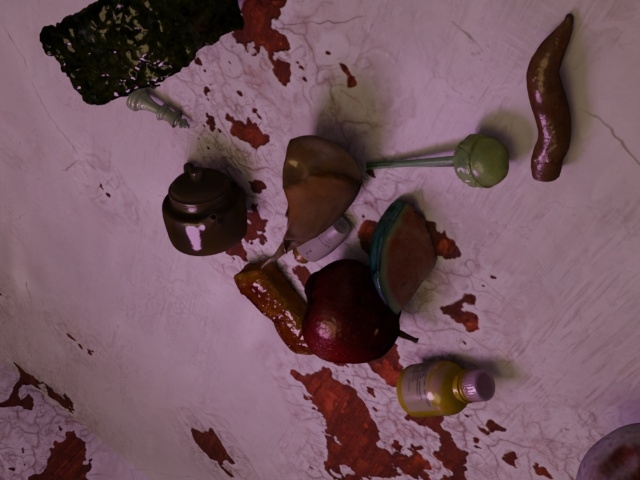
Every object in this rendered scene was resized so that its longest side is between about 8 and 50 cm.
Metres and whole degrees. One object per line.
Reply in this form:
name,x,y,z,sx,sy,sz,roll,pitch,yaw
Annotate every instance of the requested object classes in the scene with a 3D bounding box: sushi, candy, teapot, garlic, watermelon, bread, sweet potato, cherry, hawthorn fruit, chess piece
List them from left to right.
sushi,-0.309,-0.392,1.593,0.352,0.294,0.178,-9,117,44
chess piece,-0.353,-0.287,1.940,0.149,0.059,0.059,28,141,7
teapot,-0.266,-0.092,1.953,0.267,0.186,0.175,-124,24,-50
bread,-0.101,0.170,2.141,0.139,0.077,0.271,-11,122,50
garlic,-0.035,-0.086,1.741,0.151,0.196,0.338,48,153,15
hawthorn fruit,0.086,0.165,1.866,0.266,0.230,0.210,27,117,-17
watermelon,0.136,0.042,1.741,0.128,0.146,0.231,7,133,38
candy,0.199,-0.140,1.584,0.335,0.093,0.092,3,85,51
sweet potato,0.356,-0.214,1.364,0.067,0.059,0.281,8,133,25
cherry,0.630,0.492,1.628,0.326,0.291,0.335,20,155,1

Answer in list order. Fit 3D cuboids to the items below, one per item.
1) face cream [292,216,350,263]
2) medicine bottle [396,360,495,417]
face cream,0.000,0.000,1.901,0.072,0.051,0.182,44,144,-8
medicine bottle,0.278,0.322,1.911,0.212,0.122,0.122,-17,114,48
